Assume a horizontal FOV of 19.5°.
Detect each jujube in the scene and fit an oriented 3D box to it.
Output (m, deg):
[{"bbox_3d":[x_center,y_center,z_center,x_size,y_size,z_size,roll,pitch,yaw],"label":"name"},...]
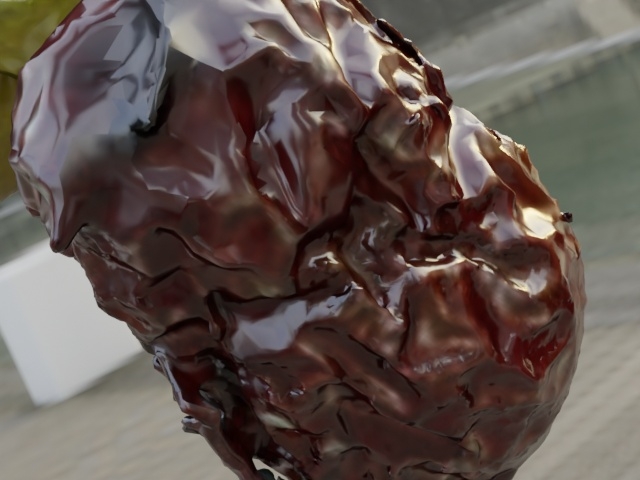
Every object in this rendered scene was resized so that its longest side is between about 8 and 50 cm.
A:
[{"bbox_3d":[0.001,-0.004,0.420,0.104,0.166,0.104,-16,48,19],"label":"jujube"}]

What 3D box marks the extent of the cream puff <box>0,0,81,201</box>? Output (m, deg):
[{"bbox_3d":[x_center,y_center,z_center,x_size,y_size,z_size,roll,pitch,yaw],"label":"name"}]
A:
[{"bbox_3d":[-0.173,-0.158,0.679,0.323,0.270,0.274,-36,40,16],"label":"cream puff"}]
